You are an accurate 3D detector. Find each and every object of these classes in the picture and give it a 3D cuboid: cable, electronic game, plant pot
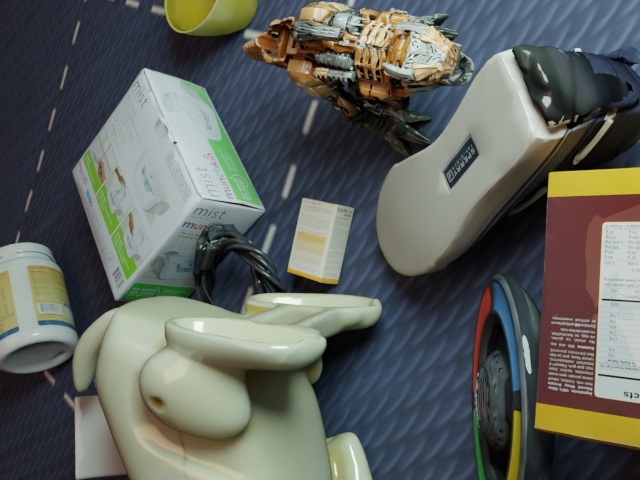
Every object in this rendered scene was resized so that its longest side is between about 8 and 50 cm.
[{"bbox_3d":[-0.112,0.073,1.026,0.151,0.047,0.184,28,122,24],"label":"cable"},{"bbox_3d":[0.163,0.144,0.679,0.048,0.229,0.229,1,82,2],"label":"electronic game"},{"bbox_3d":[-0.149,-0.355,1.103,0.134,0.095,0.134,-7,79,42],"label":"plant pot"}]

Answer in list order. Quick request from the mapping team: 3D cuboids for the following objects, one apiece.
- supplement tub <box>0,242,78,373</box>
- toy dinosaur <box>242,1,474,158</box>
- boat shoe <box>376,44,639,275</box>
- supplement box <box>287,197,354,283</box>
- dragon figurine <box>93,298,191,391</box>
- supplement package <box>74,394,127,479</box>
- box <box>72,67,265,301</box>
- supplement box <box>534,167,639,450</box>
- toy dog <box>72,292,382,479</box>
[{"bbox_3d":[-0.518,0.119,1.338,0.144,0.144,0.199,-40,58,31],"label":"supplement tub"},{"bbox_3d":[0.035,-0.208,0.827,0.322,0.218,0.164,45,114,37],"label":"toy dinosaur"},{"bbox_3d":[0.184,-0.065,0.749,0.340,0.158,0.127,130,127,-61],"label":"boat shoe"},{"bbox_3d":[0.000,0.000,0.951,0.062,0.036,0.098,16,94,43],"label":"supplement box"},{"bbox_3d":[-0.290,0.212,1.152,0.144,0.085,0.289,20,99,42],"label":"dragon figurine"},{"bbox_3d":[-0.228,0.256,1.014,0.105,0.179,0.105,102,164,-77],"label":"supplement package"},{"bbox_3d":[-0.236,-0.077,1.120,0.231,0.127,0.262,-46,55,27],"label":"box"},{"bbox_3d":[0.272,0.055,0.585,0.129,0.191,0.194,1,84,42],"label":"supplement box"},{"bbox_3d":[-0.116,0.274,0.824,0.396,0.284,0.407,1,94,11],"label":"toy dog"}]
